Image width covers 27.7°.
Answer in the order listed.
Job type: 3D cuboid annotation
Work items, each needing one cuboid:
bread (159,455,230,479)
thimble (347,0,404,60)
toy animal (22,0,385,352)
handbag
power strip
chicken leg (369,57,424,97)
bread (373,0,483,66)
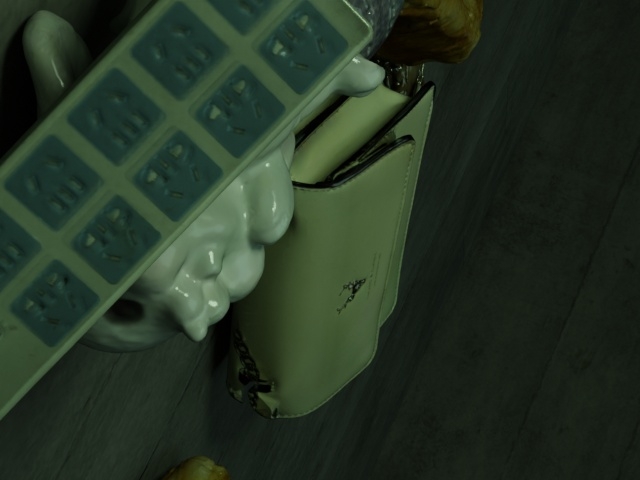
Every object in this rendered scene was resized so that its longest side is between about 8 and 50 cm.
[{"bbox_3d":[-0.153,0.358,1.422,0.198,0.120,0.236,-42,151,-64],"label":"bread"},{"bbox_3d":[-0.010,-0.203,1.094,0.098,0.150,0.150,-50,157,-39],"label":"thimble"},{"bbox_3d":[-0.109,-0.071,0.888,0.289,0.174,0.249,-52,140,-14],"label":"toy animal"},{"bbox_3d":[0.000,0.000,1.403,0.237,0.160,0.358,-47,155,-40],"label":"handbag"},{"bbox_3d":[-0.125,-0.035,0.761,0.367,0.106,0.043,-46,-163,3],"label":"power strip"},{"bbox_3d":[0.096,-0.193,1.644,0.125,0.080,0.196,-72,173,-45],"label":"chicken leg"},{"bbox_3d":[0.071,-0.282,1.274,0.344,0.149,0.195,17,76,-75],"label":"bread"}]
